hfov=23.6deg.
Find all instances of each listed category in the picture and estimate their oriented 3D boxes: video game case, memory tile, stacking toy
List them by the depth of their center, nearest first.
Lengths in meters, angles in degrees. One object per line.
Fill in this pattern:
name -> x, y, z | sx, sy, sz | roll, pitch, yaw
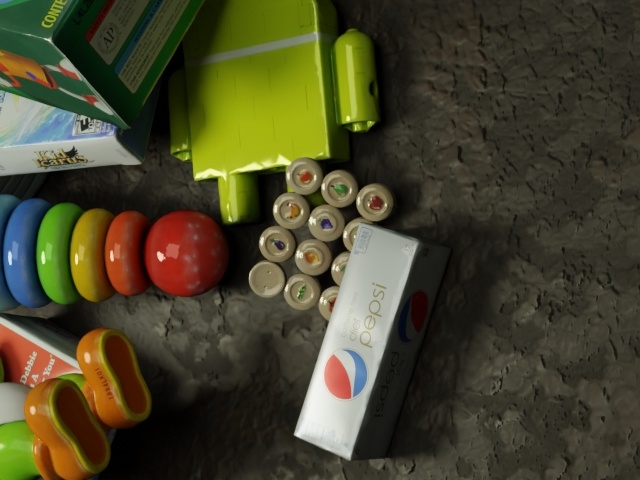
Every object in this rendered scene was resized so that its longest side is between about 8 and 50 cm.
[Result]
memory tile -> 0.000, 0.000, 1.495 | 0.113, 0.012, 0.148 | 22, 103, 5
stacking toy -> -0.255, 0.015, 1.595 | 0.330, 0.141, 0.141 | 0, 84, 11
video game case -> -0.278, -0.201, 1.637 | 0.244, 0.061, 0.270 | -5, 61, 28

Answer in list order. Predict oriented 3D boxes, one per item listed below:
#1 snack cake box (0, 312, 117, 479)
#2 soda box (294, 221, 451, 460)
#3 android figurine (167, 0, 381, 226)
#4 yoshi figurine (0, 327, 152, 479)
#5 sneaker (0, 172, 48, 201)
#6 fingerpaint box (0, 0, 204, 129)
snack cake box -> -0.320, 0.228, 1.649 | 0.152, 0.089, 0.264 | 25, 97, 33
soda box -> 0.050, 0.096, 1.451 | 0.069, 0.074, 0.216 | 20, 95, 31
android figurine -> -0.055, -0.154, 1.555 | 0.248, 0.056, 0.273 | -10, 82, 31
yoshi figurine -> -0.361, 0.176, 1.530 | 0.362, 0.203, 0.203 | -21, 57, 30
sneaker -> -0.402, -0.055, 1.730 | 0.258, 0.094, 0.091 | -44, 64, 18
fingerpaint box -> -0.258, -0.374, 1.555 | 0.371, 0.163, 0.445 | 19, 71, 32
